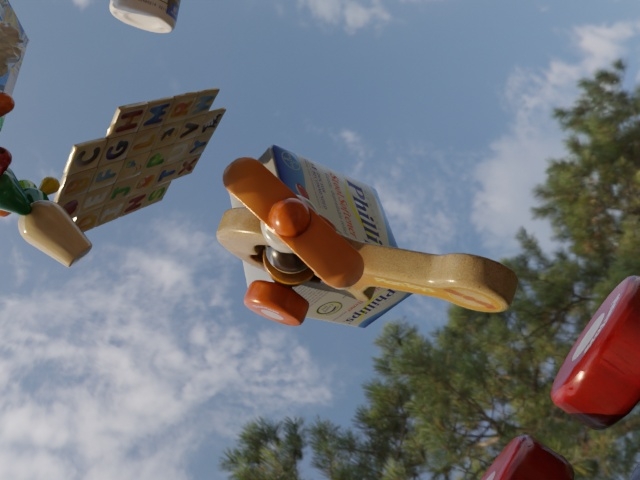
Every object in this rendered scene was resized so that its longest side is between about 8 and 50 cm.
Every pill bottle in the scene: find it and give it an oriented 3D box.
[{"bbox_3d":[-0.198,-0.327,0.693,0.078,0.078,0.137,12,-89,-24],"label":"pill bottle"}]

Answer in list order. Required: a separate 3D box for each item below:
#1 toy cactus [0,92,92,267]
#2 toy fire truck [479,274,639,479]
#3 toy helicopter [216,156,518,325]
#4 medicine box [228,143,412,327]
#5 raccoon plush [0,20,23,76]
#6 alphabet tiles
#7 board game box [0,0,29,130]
[{"bbox_3d":[-0.311,-0.051,0.611,0.180,0.219,0.112,43,-111,-5],"label":"toy cactus"},{"bbox_3d":[0.184,0.131,0.269,0.169,0.254,0.302,35,-100,20],"label":"toy fire truck"},{"bbox_3d":[0.033,0.014,0.648,0.235,0.355,0.140,51,-125,-52],"label":"toy helicopter"},{"bbox_3d":[0.000,0.000,1.094,0.289,0.149,0.263,17,-136,-40],"label":"medicine box"},{"bbox_3d":[-0.477,-0.296,0.443,0.446,0.216,0.299,44,-146,-13],"label":"raccoon plush"},{"bbox_3d":[-0.300,-0.133,0.992,0.011,0.285,0.342,45,-145,7],"label":"alphabet tiles"},{"bbox_3d":[-0.451,-0.261,0.774,0.035,0.136,0.201,-6,-125,-1],"label":"board game box"}]
